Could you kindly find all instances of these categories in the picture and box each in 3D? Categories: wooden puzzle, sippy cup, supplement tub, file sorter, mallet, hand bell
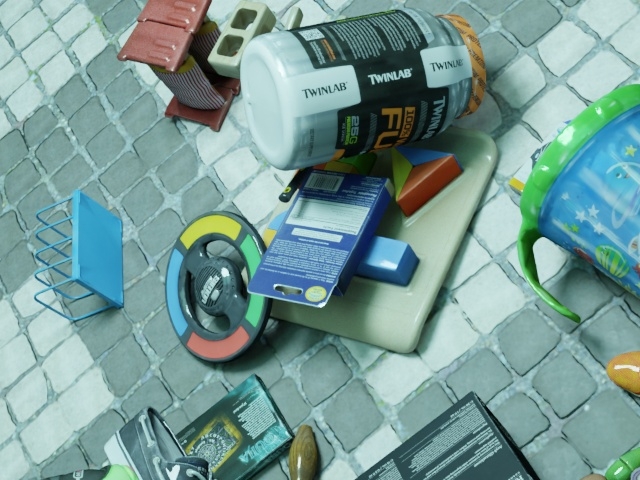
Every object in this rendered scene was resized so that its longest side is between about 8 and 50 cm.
[{"bbox_3d":[0.057,-0.035,1.705,0.322,0.080,0.348,13,71,33],"label":"wooden puzzle"},{"bbox_3d":[0.408,-0.038,1.442,0.240,0.305,0.224,-18,55,-36],"label":"sippy cup"},{"bbox_3d":[0.062,-0.221,1.633,0.316,0.193,0.193,-15,50,-20],"label":"supplement tub"},{"bbox_3d":[-0.401,0.028,1.895,0.104,0.118,0.170,-20,56,21],"label":"file sorter"},{"bbox_3d":[-0.004,-0.115,1.685,0.062,0.039,0.190,1,39,21],"label":"mallet"},{"bbox_3d":[-0.027,0.352,1.537,0.126,0.126,0.242,-14,46,21],"label":"hand bell"}]

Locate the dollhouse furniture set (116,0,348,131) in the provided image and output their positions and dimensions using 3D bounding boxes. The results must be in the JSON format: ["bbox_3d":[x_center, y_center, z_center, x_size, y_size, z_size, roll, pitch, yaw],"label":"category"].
[{"bbox_3d":[-0.113,-0.273,1.865,0.374,0.201,0.152,16,72,27],"label":"dollhouse furniture set"}]

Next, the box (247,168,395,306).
[{"bbox_3d":[0.000,0.000,1.633,0.136,0.036,0.225,10,58,32],"label":"box"}]

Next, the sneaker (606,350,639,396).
[{"bbox_3d":[0.432,0.162,1.401,0.175,0.067,0.064,6,68,32],"label":"sneaker"}]

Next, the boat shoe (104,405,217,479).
[{"bbox_3d":[-0.191,0.344,1.585,0.102,0.108,0.301,-47,46,2],"label":"boat shoe"}]

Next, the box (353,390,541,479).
[{"bbox_3d":[0.140,0.338,1.408,0.261,0.103,0.184,-38,30,5],"label":"box"}]

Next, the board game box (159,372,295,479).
[{"bbox_3d":[-0.135,0.295,1.658,0.186,0.026,0.126,-38,54,5],"label":"board game box"}]

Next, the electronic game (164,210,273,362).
[{"bbox_3d":[-0.155,0.069,1.732,0.229,0.048,0.229,-3,86,41],"label":"electronic game"}]

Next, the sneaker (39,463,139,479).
[{"bbox_3d":[-0.429,0.441,1.577,0.483,0.202,0.185,-46,48,30],"label":"sneaker"}]

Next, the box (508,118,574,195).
[{"bbox_3d":[0.339,-0.108,1.627,0.136,0.028,0.081,-48,52,-6],"label":"box"}]

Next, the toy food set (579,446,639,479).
[{"bbox_3d":[0.352,0.292,1.331,0.218,0.071,0.128,-42,12,0],"label":"toy food set"}]
